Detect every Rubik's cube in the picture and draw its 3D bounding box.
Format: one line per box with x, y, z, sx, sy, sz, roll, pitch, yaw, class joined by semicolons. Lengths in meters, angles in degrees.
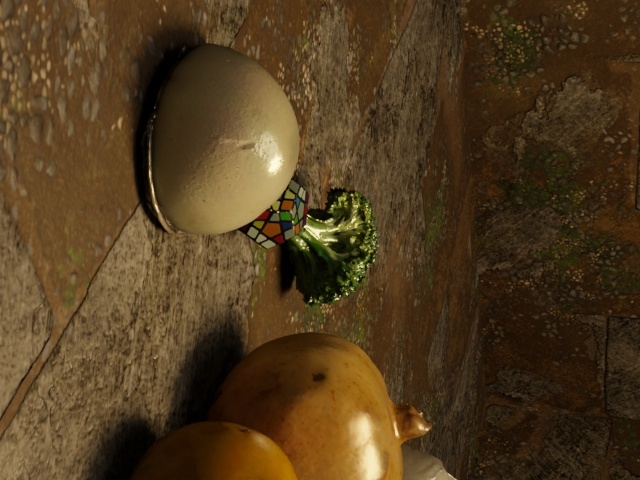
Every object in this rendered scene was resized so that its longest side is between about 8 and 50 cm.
-0.080;-0.052;1.781;0.112;0.133;0.133;122;-15;-61;Rubik's cube

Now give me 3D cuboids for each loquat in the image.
-0.143;0.347;1.519;0.235;0.235;0.235;5;90;-73;loquat

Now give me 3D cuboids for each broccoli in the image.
0.000;0.000;2.018;0.219;0.194;0.194;-57;158;-7;broccoli

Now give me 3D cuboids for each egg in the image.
-0.106;-0.126;1.580;0.286;0.174;0.264;-12;110;-76;egg

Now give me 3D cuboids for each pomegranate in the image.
-0.005;0.295;1.758;0.342;0.342;0.342;5;90;-73;pomegranate

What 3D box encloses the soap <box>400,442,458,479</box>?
0.112;0.605;2.294;0.350;0.213;0.435;-37;134;-36;soap
